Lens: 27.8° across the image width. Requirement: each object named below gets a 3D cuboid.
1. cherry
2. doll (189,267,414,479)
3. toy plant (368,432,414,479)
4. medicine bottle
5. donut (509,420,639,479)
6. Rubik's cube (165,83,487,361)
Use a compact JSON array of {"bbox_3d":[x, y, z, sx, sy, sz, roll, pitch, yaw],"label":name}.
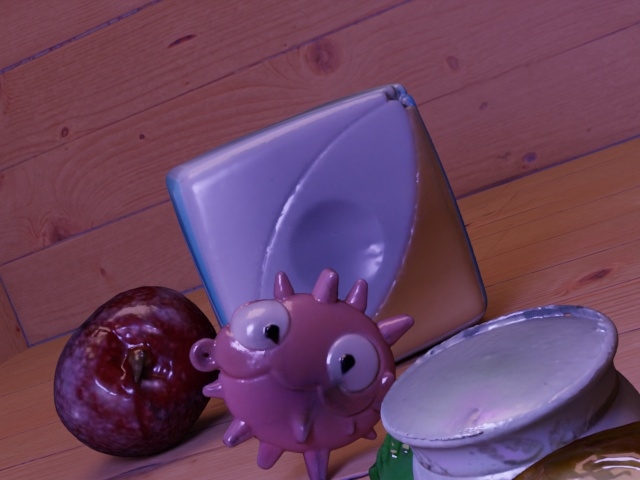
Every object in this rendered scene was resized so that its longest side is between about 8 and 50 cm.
[{"bbox_3d":[-0.245,0.178,1.726,0.230,0.203,0.300,-62,9,-18],"label":"cherry"},{"bbox_3d":[-0.001,0.135,1.288,0.262,0.211,0.093,20,-1,-13],"label":"doll"},{"bbox_3d":[0.109,0.170,1.127,0.155,0.088,0.240,-36,-2,2],"label":"toy plant"},{"bbox_3d":[0.123,0.125,0.739,0.147,0.143,0.147,-22,16,7],"label":"medicine bottle"},{"bbox_3d":[0.109,0.195,0.478,0.360,0.170,0.360,-20,8,3],"label":"donut"},{"bbox_3d":[0.000,0.000,1.792,0.347,0.352,0.351,-22,8,-5],"label":"Rubik's cube"}]
